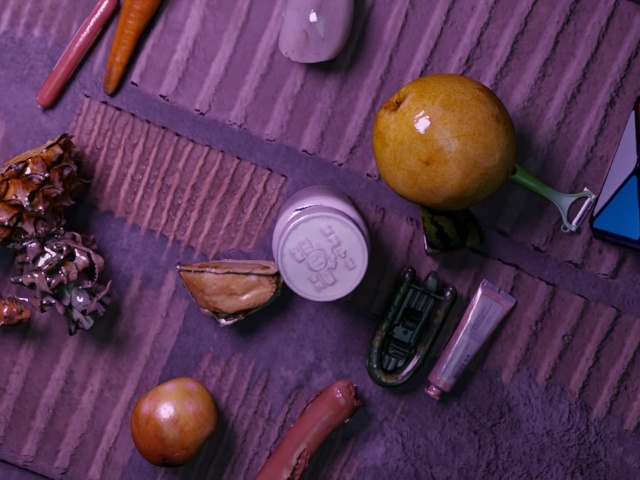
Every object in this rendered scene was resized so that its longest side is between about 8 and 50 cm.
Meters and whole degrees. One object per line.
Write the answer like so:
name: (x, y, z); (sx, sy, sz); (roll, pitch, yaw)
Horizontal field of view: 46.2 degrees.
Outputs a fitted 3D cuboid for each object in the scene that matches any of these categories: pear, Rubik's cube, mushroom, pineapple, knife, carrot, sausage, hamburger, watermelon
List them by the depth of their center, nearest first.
Rubik's cube: (0.576, -0.071, 1.085); (0.246, 0.250, 0.248); (17, 97, -2)
pear: (0.173, -0.145, 1.094); (0.208, 0.209, 0.209); (0, 99, 1)
mushroom: (0.004, -0.378, 1.124); (0.116, 0.093, 0.225); (18, 104, 19)
pineapple: (-0.414, 0.009, 1.142); (0.262, 0.262, 0.272); (-28, 109, 5)
carrot: (-0.284, -0.343, 1.157); (0.061, 0.061, 0.257); (24, 109, -3)
sausage: (-0.381, -0.297, 1.172); (0.029, 0.029, 0.223); (36, 98, -5)
watermelon: (0.203, -0.004, 1.197); (0.135, 0.125, 0.094); (18, 130, -20)
knife: (0.354, -0.079, 1.198); (0.166, 0.022, 0.078); (29, 92, -5)
hamburger: (-0.145, 0.081, 1.205); (0.176, 0.087, 0.102); (0, 110, -6)
sausage: (-0.039, 0.353, 1.247); (0.078, 0.078, 0.304); (36, 97, -5)

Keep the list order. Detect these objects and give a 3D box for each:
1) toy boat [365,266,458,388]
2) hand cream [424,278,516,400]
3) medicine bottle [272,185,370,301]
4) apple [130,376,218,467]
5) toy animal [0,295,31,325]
toy boat: (0.142, 0.144, 1.222); (0.104, 0.052, 0.210); (25, 98, -6)
hand cream: (0.238, 0.168, 1.234); (0.067, 0.043, 0.210); (33, 93, -6)
medicine bottle: (0.000, 0.000, 1.098); (0.143, 0.258, 0.143); (0, 99, 0)
apple: (-0.233, 0.296, 1.204); (0.146, 0.146, 0.147); (0, 99, 1)
toy animal: (-0.573, 0.088, 1.200); (0.241, 0.099, 0.057); (12, 98, -2)
